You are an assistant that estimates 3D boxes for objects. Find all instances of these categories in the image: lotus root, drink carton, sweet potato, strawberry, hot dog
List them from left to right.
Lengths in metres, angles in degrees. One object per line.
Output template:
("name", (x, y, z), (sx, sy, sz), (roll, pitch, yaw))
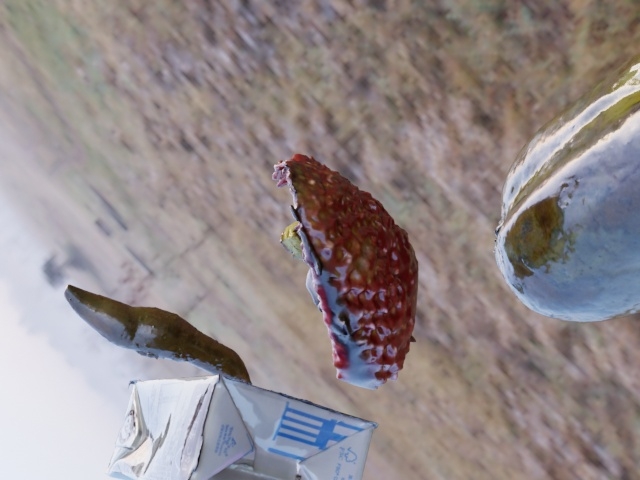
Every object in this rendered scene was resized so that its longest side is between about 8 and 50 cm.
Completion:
("sweet potato", (-0.199, 0.122, 1.682), (0.274, 0.067, 0.067), (25, 176, -10))
("drink carton", (-0.098, 0.238, 1.485), (0.194, 0.132, 0.324), (21, 166, -20))
("hot dog", (0.001, 0.000, 2.094), (0.169, 0.061, 0.078), (16, -139, -58))
("strawberry", (0.044, 0.024, 1.487), (0.306, 0.138, 0.233), (78, 176, -61))
("lotus root", (0.333, -0.042, 1.453), (0.250, 0.250, 0.346), (46, 135, -4))
